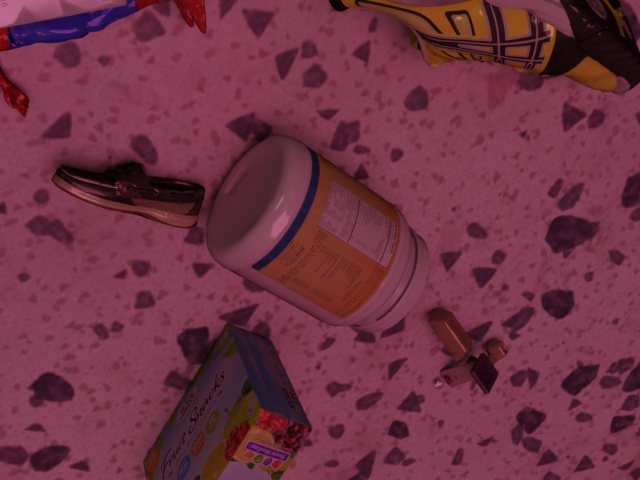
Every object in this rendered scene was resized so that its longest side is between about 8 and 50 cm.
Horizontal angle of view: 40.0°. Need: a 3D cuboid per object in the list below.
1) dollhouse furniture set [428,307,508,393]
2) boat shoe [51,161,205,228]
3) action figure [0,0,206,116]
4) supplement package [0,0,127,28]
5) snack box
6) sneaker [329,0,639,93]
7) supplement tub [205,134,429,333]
[{"bbox_3d":[0.163,0.131,1.105,0.081,0.091,0.114,-27,104,41],"label":"dollhouse furniture set"},{"bbox_3d":[-0.183,-0.053,0.856,0.152,0.056,0.049,15,104,-37],"label":"boat shoe"},{"bbox_3d":[-0.239,-0.148,0.759,0.280,0.091,0.139,-10,109,-17],"label":"action figure"},{"bbox_3d":[-0.221,-0.238,0.670,0.105,0.179,0.105,-15,120,-14],"label":"supplement package"},{"bbox_3d":[-0.108,0.223,0.948,0.070,0.174,0.207,27,104,-26],"label":"snack box"},{"bbox_3d":[0.171,-0.237,0.872,0.384,0.145,0.147,21,137,-31],"label":"sneaker"},{"bbox_3d":[0.000,0.000,0.896,0.199,0.144,0.144,32,101,-31],"label":"supplement tub"}]
